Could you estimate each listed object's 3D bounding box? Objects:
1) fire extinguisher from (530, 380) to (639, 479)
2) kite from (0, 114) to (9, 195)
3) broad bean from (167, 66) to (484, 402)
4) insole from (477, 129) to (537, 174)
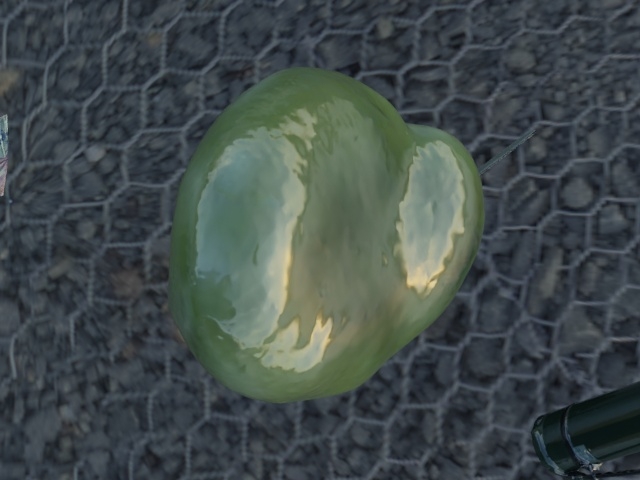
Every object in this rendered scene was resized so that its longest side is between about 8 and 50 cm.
[{"bbox_3d":[0.118,0.068,0.516,0.025,0.083,0.038,4,65,-44],"label":"fire extinguisher"},{"bbox_3d":[-0.411,-0.100,1.613,0.137,0.005,0.152,-47,129,-14],"label":"kite"},{"bbox_3d":[0.000,0.000,0.712,0.228,0.100,0.169,19,79,-54],"label":"broad bean"},{"bbox_3d":[0.079,-0.028,0.883,0.152,0.053,0.002,-36,93,-18],"label":"insole"}]
